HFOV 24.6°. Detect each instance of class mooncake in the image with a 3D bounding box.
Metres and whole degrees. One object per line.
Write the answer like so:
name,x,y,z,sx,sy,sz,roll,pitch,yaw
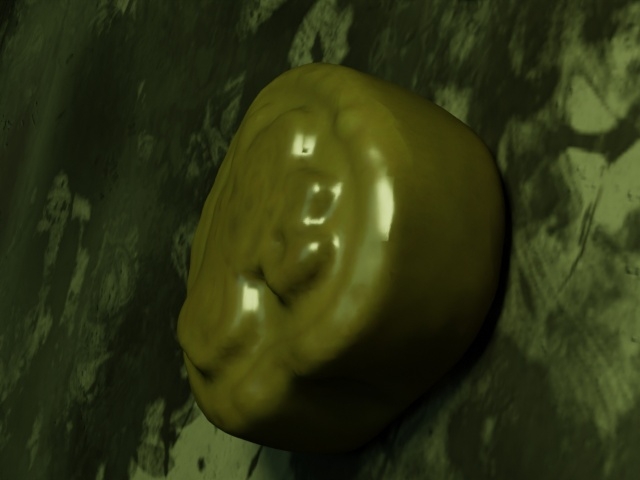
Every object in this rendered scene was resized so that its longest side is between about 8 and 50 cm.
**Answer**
mooncake,0.000,0.000,0.869,0.235,0.117,0.234,-33,51,52
